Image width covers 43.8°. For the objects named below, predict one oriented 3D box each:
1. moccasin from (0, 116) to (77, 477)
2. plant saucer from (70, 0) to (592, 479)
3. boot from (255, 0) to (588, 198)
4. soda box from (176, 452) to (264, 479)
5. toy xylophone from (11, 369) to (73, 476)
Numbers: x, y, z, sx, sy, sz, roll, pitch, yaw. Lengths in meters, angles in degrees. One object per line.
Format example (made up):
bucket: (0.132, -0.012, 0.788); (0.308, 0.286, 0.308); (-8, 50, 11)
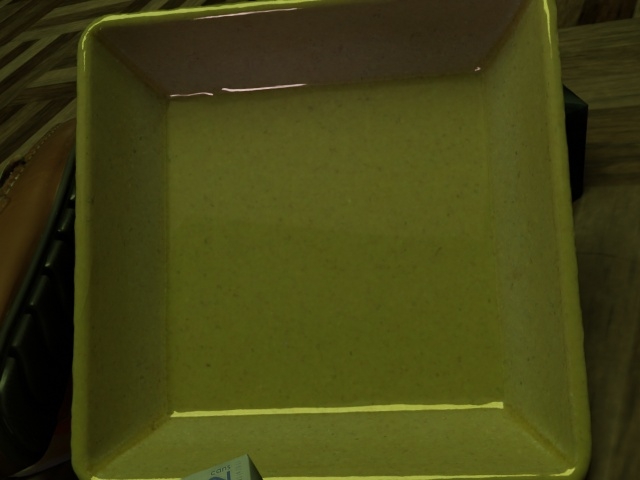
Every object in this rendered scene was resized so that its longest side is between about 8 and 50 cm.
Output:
moccasin: (-0.249, 0.024, 0.655); (0.147, 0.139, 0.380); (-6, 45, 10)
plant saucer: (0.000, 0.000, 0.558); (0.333, 0.081, 0.332); (-3, 81, 8)
boot: (0.038, -0.147, 0.869); (0.367, 0.146, 0.445); (-21, 38, 6)
soda box: (-0.046, 0.250, 0.385); (0.091, 0.098, 0.286); (-22, 34, 3)
toy xylophone: (-0.179, 0.083, 0.714); (0.323, 0.081, 0.236); (-28, 33, -7)
